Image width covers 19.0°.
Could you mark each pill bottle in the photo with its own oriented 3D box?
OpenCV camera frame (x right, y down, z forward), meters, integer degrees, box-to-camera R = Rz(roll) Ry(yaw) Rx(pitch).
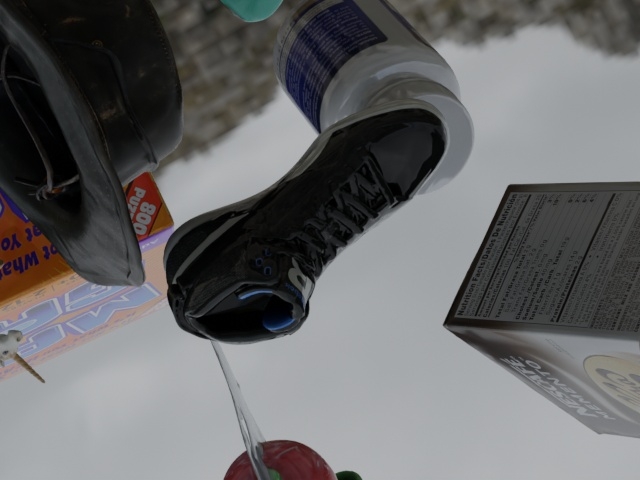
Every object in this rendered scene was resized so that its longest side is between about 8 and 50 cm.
[{"bbox_3d":[0.043,-0.112,1.456,0.112,0.112,0.186,-29,-145,-4],"label":"pill bottle"}]

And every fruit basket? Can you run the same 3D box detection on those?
[{"bbox_3d":[-0.035,0.278,1.787,0.165,0.353,0.327,-27,-140,2],"label":"fruit basket"}]

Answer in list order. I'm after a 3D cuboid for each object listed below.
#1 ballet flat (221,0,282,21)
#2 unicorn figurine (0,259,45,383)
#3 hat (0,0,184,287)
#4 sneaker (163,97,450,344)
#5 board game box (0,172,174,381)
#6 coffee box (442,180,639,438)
[{"bbox_3d":[-0.042,-0.327,1.786,0.087,0.083,0.247,135,-29,-68],"label":"ballet flat"},{"bbox_3d":[-0.297,0.058,1.583,0.162,0.111,0.060,1,-144,-32],"label":"unicorn figurine"},{"bbox_3d":[-0.183,-0.129,1.345,0.134,0.331,0.331,-37,-169,-18],"label":"hat"},{"bbox_3d":[0.000,0.000,1.249,0.217,0.079,0.121,-32,-151,9],"label":"sneaker"},{"bbox_3d":[-0.380,-0.058,2.026,0.356,0.356,0.356,-25,169,-8],"label":"board game box"},{"bbox_3d":[0.241,0.051,1.222,0.297,0.168,0.119,0,-119,59],"label":"coffee box"}]
